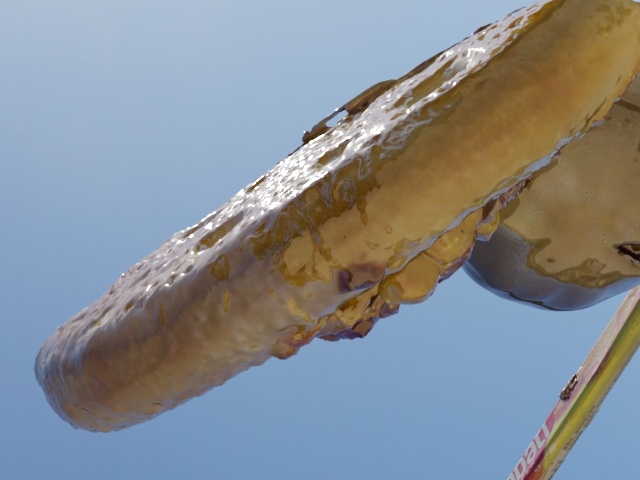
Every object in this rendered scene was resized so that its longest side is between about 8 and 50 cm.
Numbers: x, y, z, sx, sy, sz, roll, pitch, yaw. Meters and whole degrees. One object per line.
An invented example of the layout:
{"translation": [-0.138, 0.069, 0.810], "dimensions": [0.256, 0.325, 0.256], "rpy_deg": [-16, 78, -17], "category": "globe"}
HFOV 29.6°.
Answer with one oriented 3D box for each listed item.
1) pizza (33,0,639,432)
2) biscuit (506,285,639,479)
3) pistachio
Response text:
{"translation": [0.002, 0.002, 0.398], "dimensions": [0.058, 0.246, 0.127], "rpy_deg": [54, -170, -12], "category": "pizza"}
{"translation": [0.160, 0.112, 0.769], "dimensions": [0.026, 0.291, 0.048], "rpy_deg": [29, -165, -3], "category": "biscuit"}
{"translation": [0.119, -0.034, 0.588], "dimensions": [0.124, 0.124, 0.185], "rpy_deg": [55, -157, -8], "category": "pistachio"}
